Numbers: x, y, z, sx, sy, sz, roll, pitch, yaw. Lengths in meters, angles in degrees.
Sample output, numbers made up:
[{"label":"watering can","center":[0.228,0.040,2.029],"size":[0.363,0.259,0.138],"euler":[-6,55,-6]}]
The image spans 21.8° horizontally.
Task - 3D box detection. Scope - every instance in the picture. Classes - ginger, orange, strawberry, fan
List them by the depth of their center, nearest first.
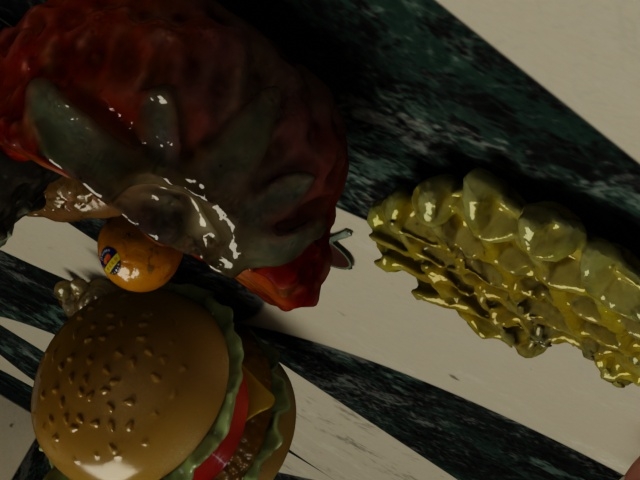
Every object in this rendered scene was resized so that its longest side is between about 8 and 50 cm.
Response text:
[{"label":"strawberry","center":[-0.105,-0.078,1.105],"size":[0.265,0.149,0.336],"euler":[29,176,-19]},{"label":"fan","center":[0.000,0.000,1.395],"size":[0.085,0.005,0.133],"euler":[34,165,-16]},{"label":"orange","center":[-0.170,0.009,1.576],"size":[0.083,0.084,0.083],"euler":[27,165,8]},{"label":"ginger","center":[-0.255,0.098,2.036],"size":[0.166,0.080,0.333],"euler":[45,170,-2]}]

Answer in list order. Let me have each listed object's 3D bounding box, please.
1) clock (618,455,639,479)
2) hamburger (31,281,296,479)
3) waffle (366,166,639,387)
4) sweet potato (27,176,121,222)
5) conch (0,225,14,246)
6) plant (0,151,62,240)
[{"label":"clock","center":[0.348,0.272,1.409],"size":[0.227,0.142,0.241],"euler":[26,161,11]},{"label":"hamburger","center":[-0.182,0.172,1.784],"size":[0.274,0.274,0.212],"euler":[16,163,38]},{"label":"waffle","center":[0.158,0.033,1.132],"size":[0.261,0.056,0.250],"euler":[35,163,-13]},{"label":"sweet potato","center":[-0.248,-0.067,1.446],"size":[0.354,0.106,0.095],"euler":[19,-164,34]},{"label":"conch","center":[-0.357,-0.049,1.688],"size":[0.153,0.102,0.135],"euler":[58,-170,25]},{"label":"plant","center":[-0.319,-0.123,1.310],"size":[0.274,0.146,0.149],"euler":[37,173,2]}]
